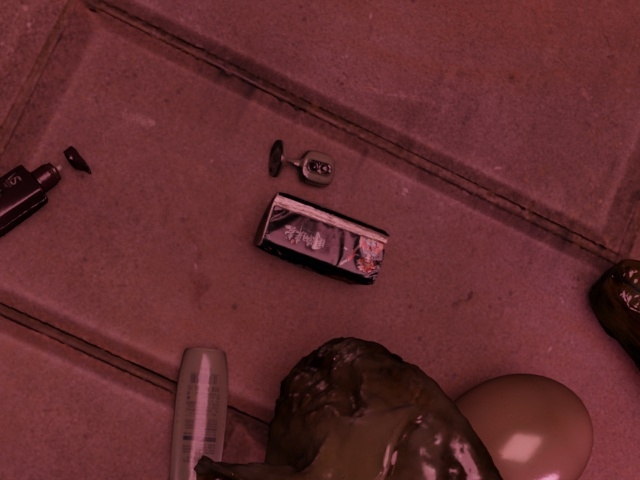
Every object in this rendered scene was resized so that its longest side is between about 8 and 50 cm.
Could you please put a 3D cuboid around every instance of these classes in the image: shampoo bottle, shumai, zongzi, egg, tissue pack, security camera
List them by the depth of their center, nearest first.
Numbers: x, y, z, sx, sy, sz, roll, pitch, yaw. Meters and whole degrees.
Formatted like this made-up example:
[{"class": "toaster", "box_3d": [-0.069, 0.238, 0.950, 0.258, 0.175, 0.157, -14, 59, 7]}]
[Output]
[{"class": "shumai", "box_3d": [0.019, 0.350, 1.481, 0.348, 0.395, 0.395, -32, 90, -28]}, {"class": "shampoo bottle", "box_3d": [-0.419, -0.047, 1.625, 0.236, 0.067, 0.068, -38, 82, -14]}, {"class": "shampoo bottle", "box_3d": [-0.165, 0.252, 1.647, 0.072, 0.049, 0.212, 9, 80, -15]}, {"class": "egg", "box_3d": [0.255, 0.281, 1.662, 0.241, 0.186, 0.186, -25, 88, -11]}, {"class": "tissue pack", "box_3d": [-0.001, 0.000, 1.689, 0.170, 0.103, 0.090, 22, 82, -8]}, {"class": "security camera", "box_3d": [-0.022, -0.109, 1.731, 0.092, 0.058, 0.058, 8, 81, -19]}, {"class": "zongzi", "box_3d": [0.500, 0.204, 1.755, 0.286, 0.138, 0.300, 22, 80, -6]}]
